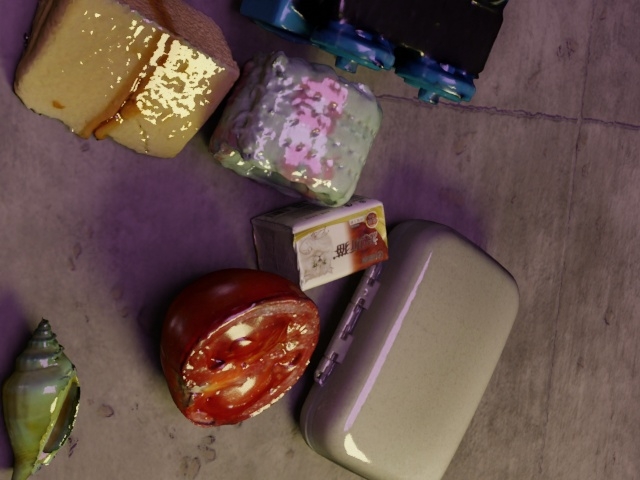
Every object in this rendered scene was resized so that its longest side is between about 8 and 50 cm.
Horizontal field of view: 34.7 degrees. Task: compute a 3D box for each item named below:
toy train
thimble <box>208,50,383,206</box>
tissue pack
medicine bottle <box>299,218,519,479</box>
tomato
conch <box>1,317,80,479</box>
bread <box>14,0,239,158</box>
[{"bbox_3d":[0.077,-0.294,1.289,0.300,0.265,0.188,12,102,-38],"label":"toy train"},{"bbox_3d":[-0.034,-0.140,1.274,0.211,0.185,0.149,30,80,-61],"label":"thimble"},{"bbox_3d":[0.000,0.001,1.377,0.148,0.106,0.099,-18,108,-32],"label":"tissue pack"},{"bbox_3d":[0.138,0.171,1.494,0.282,0.123,0.375,34,76,-36],"label":"medicine bottle"},{"bbox_3d":[-0.113,0.115,1.296,0.200,0.139,0.233,-20,143,-25],"label":"tomato"},{"bbox_3d":[-0.324,0.189,1.194,0.095,0.079,0.201,-20,127,-46],"label":"conch"},{"bbox_3d":[-0.242,-0.216,1.217,0.240,0.135,0.178,25,116,-37],"label":"bread"}]
